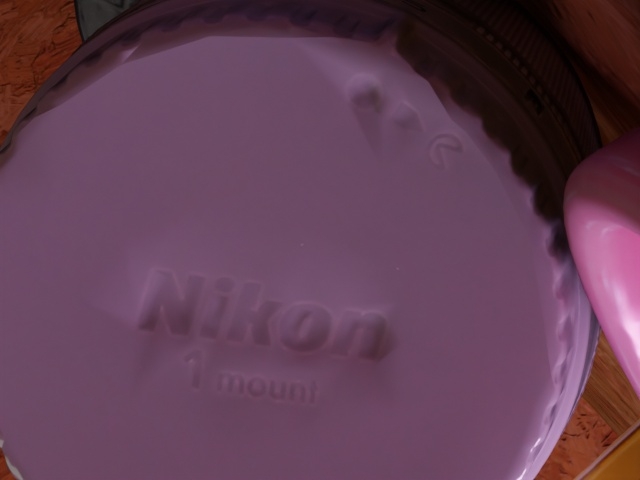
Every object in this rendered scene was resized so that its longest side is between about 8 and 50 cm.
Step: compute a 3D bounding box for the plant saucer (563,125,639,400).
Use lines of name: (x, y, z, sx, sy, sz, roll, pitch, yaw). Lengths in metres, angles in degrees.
plant saucer: (0.190, 0.097, 0.479, 0.332, 0.084, 0.332, 56, 178, 2)

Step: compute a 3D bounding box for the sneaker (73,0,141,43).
sneaker: (-0.085, -0.222, 1.041, 0.090, 0.145, 0.270, 5, 114, 37)

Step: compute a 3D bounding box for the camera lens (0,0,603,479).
camera lens: (0.000, 0.000, 0.709, 0.219, 0.219, 0.274, 49, -165, -3)

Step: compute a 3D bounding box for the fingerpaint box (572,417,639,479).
fingerpaint box: (0.297, 0.261, 0.813, 0.371, 0.163, 0.445, 48, 179, 26)
